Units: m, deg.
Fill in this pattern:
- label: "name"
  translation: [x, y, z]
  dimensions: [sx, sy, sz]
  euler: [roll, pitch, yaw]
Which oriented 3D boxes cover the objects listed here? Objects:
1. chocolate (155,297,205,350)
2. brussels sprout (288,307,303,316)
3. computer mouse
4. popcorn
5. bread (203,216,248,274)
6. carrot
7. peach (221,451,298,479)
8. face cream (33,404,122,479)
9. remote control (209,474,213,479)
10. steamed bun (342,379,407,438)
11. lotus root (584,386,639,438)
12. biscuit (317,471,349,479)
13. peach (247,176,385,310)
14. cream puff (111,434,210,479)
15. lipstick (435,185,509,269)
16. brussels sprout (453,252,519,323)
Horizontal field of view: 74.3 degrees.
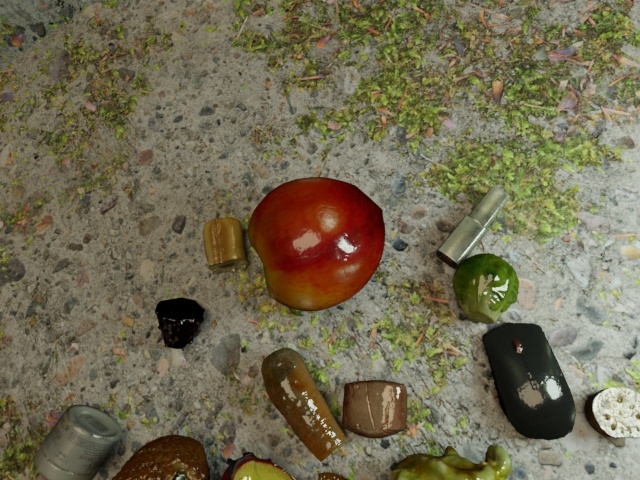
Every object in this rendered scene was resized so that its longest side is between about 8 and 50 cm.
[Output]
- label: "chocolate"
  translation: [-0.441, 0.269, 1.302]
  dimensions: [0.156, 0.156, 0.133]
  euler: [18, 105, 17]
- label: "brussels sprout"
  translation: [-0.062, 0.183, 1.270]
  dimensions: [0.085, 0.058, 0.085]
  euler: [1, 74, -5]
- label: "computer mouse"
  translation: [0.526, 0.347, 1.068]
  dimensions: [0.168, 0.087, 0.295]
  euler: [-17, 68, 10]
- label: "popcorn"
  translation: [0.298, 0.616, 0.934]
  dimensions: [0.336, 0.278, 0.274]
  euler: [9, 30, 5]
- label: "bread"
  translation: [-0.304, 0.014, 1.359]
  dimensions: [0.134, 0.085, 0.173]
  euler: [-12, 72, 12]
- label: "carrot"
  translation: [-0.053, 0.436, 1.147]
  dimensions: [0.139, 0.138, 0.301]
  euler: [-40, 69, -2]
- label: "peach"
  translation: [-0.134, 0.721, 1.033]
  dimensions: [0.362, 0.257, 0.201]
  euler: [34, 110, -5]
- label: "face cream"
  translation: [-0.691, 0.584, 1.215]
  dimensions: [0.177, 0.177, 0.152]
  euler: [29, 81, 19]
- label: "remote control"
  translation: [-0.330, 0.714, 1.171]
  dimensions: [0.075, 0.032, 0.122]
  euler: [-12, 70, 9]
- label: "steamed bun"
  translation: [0.144, 0.443, 1.118]
  dimensions: [0.175, 0.106, 0.144]
  euler: [-6, 72, 21]
- label: "lotus root"
  translation: [0.706, 0.410, 1.013]
  dimensions: [0.122, 0.081, 0.112]
  euler: [-4, 70, 12]
- label: "biscuit"
  translation: [0.061, 0.687, 1.055]
  dimensions: [0.126, 0.025, 0.206]
  euler: [8, 41, -25]
- label: "peach"
  translation: [0.000, 0.000, 1.157]
  dimensions: [0.389, 0.388, 0.387]
  euler: [-4, 72, 11]
- label: "cream puff"
  translation: [-0.430, 0.652, 1.079]
  dimensions: [0.303, 0.212, 0.302]
  euler: [-35, 40, 36]
- label: "lipstick"
  translation: [0.440, -0.039, 1.213]
  dimensions: [0.077, 0.079, 0.253]
  euler: [39, 85, 20]
- label: "brussels sprout"
  translation: [0.437, 0.125, 1.134]
  dimensions: [0.162, 0.144, 0.180]
  euler: [38, 69, -14]
